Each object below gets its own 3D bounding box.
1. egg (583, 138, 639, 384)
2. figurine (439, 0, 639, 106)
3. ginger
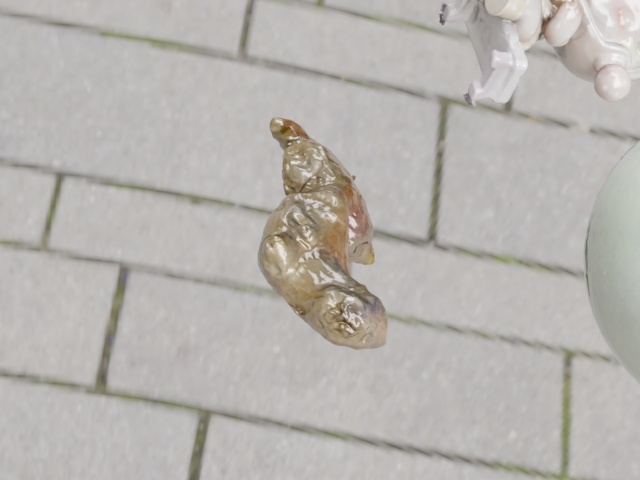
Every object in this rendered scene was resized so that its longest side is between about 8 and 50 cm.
[{"bbox_3d":[0.208,0.018,0.845,0.151,0.209,0.151,-10,66,23],"label":"egg"},{"bbox_3d":[0.261,-0.217,1.821,0.256,0.144,0.182,0,35,-26],"label":"figurine"},{"bbox_3d":[0.000,-0.001,1.509,0.084,0.122,0.290,-30,31,15],"label":"ginger"}]
